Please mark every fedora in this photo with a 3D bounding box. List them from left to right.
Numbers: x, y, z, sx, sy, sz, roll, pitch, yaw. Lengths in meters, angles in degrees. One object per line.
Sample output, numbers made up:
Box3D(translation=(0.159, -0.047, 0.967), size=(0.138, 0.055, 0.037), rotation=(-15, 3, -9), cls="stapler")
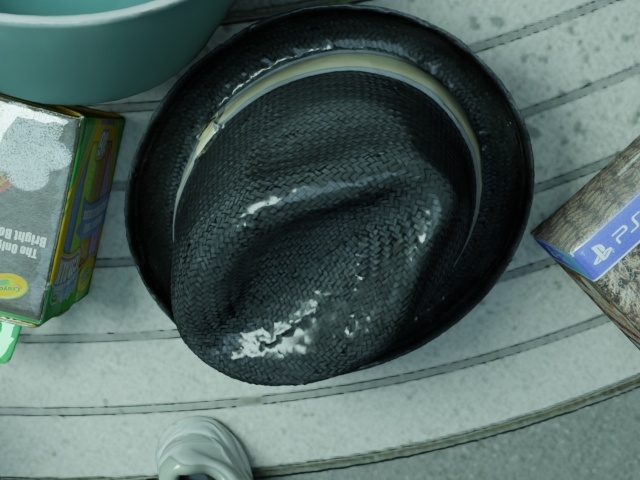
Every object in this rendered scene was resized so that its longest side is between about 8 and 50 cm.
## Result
Box3D(translation=(0.000, 0.000, 0.658), size=(0.334, 0.152, 0.333), rotation=(2, 117, 4), cls="fedora")

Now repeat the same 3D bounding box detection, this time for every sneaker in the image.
Box3D(translation=(-0.060, 0.258, 0.748), size=(0.232, 0.115, 0.090), rotation=(44, 96, -3), cls="sneaker")

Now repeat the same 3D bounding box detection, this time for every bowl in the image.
Box3D(translation=(-0.182, -0.220, 0.640), size=(0.312, 0.163, 0.311), rotation=(4, 62, -8), cls="bowl")

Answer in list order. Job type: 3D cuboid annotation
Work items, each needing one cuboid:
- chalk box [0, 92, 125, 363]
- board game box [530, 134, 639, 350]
Box3D(translation=(-0.254, -0.012, 0.718), size=(0.133, 0.132, 0.212), rotation=(15, 98, -1), cls="chalk box")
Box3D(translation=(0.358, 0.026, 0.695), size=(0.232, 0.141, 0.291), rotation=(-44, 94, 6), cls="board game box")
